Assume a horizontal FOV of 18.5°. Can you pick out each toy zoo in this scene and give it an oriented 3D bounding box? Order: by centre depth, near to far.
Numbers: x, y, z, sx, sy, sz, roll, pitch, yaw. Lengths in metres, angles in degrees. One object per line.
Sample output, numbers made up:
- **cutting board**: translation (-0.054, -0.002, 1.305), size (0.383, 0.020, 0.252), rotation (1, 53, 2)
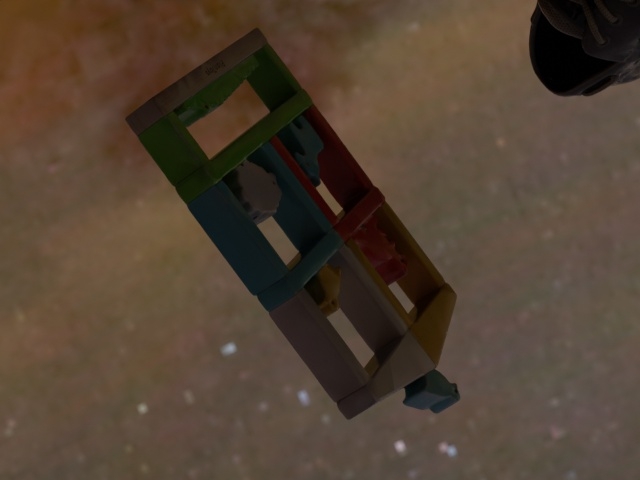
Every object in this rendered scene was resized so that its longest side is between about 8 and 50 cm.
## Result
- **toy zoo**: translation (0.000, 0.000, 1.359), size (0.030, 0.293, 0.192), rotation (-34, -174, 28)

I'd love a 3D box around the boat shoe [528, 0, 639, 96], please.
- **boat shoe**: translation (0.231, -0.193, 1.480), size (0.130, 0.132, 0.355), rotation (-38, 164, -12)
